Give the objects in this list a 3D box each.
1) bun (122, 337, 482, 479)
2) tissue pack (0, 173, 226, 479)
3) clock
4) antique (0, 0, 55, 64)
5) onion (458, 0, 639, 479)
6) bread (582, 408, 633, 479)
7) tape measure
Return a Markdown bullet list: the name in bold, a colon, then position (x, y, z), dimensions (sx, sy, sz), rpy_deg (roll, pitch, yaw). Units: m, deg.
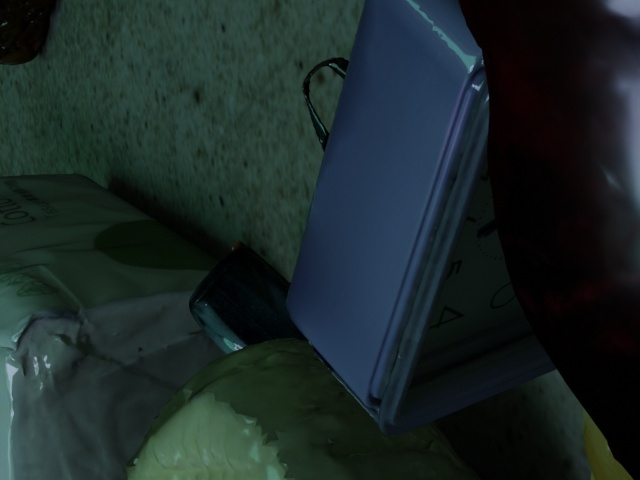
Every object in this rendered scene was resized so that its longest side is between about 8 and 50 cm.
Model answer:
- **bun**: position (0.018, 0.175, 0.948), dimensions (0.259, 0.152, 0.259), rpy_deg (26, 123, 48)
- **tissue pack**: position (-0.171, 0.116, 1.312), dimensions (0.356, 0.194, 0.266), rpy_deg (-152, 59, -62)
- **clock**: position (0.077, -0.029, 0.745), dimensions (0.073, 0.144, 0.193), rpy_deg (50, 144, 31)
- **antique**: position (-0.232, -0.242, 1.468), dimensions (0.310, 0.087, 0.093), rpy_deg (118, 136, -54)
- **onion**: position (0.133, -0.048, 0.472), dimensions (0.281, 0.221, 0.281), rpy_deg (53, -177, -3)
- **bread**: position (0.147, 0.052, 0.687), dimensions (0.177, 0.084, 0.119), rpy_deg (103, 150, -42)
- **tape measure**: position (0.004, 0.001, 1.071), dimensions (0.180, 0.104, 0.107), rpy_deg (-62, 2, 1)
